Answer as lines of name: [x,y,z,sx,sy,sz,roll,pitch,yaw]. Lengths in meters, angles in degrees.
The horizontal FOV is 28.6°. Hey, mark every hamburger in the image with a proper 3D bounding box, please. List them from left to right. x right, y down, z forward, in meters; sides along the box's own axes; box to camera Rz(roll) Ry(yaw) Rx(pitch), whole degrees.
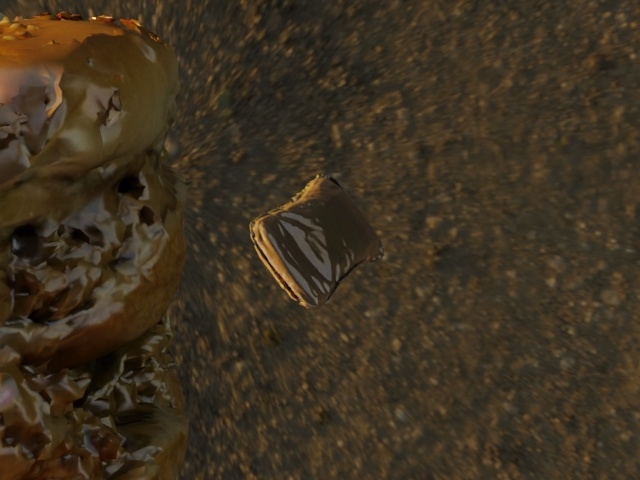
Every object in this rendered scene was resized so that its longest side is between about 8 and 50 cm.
hamburger: [-0.161,0.018,0.547,0.260,0.245,0.211,-28,117,-47]

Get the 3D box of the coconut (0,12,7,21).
coconut: [-0.478,-0.184,1.645,0.239,0.244,0.239,10,74,-38]

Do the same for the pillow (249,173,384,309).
pillow: [-0.002,-0.002,1.534,0.034,0.211,0.135,-33,91,37]
